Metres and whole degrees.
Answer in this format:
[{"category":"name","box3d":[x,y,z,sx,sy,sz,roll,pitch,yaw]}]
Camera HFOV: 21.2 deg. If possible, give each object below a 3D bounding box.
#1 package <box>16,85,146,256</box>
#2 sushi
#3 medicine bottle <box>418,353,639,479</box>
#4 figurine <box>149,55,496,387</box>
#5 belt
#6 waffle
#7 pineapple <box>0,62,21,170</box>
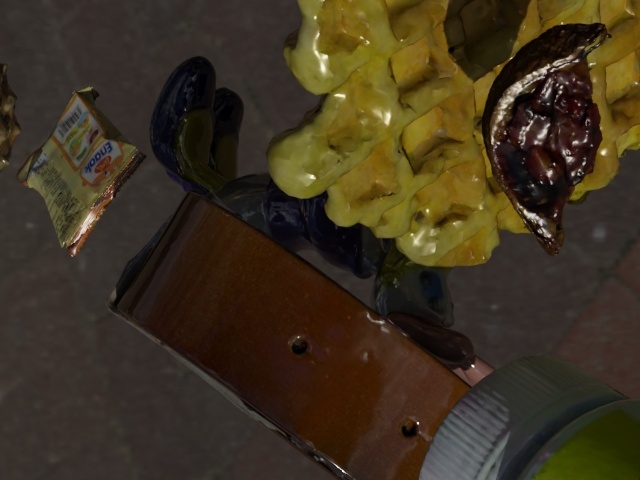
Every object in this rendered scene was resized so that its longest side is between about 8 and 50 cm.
[{"category":"package","box3d":[-0.203,-0.061,1.439,0.108,0.031,0.121,-53,44,14]},{"category":"sushi","box3d":[0.093,-0.044,0.709,0.047,0.050,0.099,-113,19,-62]},{"category":"medicine bottle","box3d":[0.160,0.157,0.816,0.225,0.139,0.139,36,110,47]},{"category":"figurine","box3d":[-0.001,-0.006,1.529,0.421,0.154,0.193,25,82,30]},{"category":"belt","box3d":[0.004,0.100,1.300,0.338,0.217,0.122,37,83,-6]},{"category":"waffle","box3d":[0.103,-0.132,0.838,0.060,0.307,0.312,35,115,39]},{"category":"pineapple","box3d":[-0.223,-0.069,0.807,0.111,0.237,0.119,16,86,9]}]
